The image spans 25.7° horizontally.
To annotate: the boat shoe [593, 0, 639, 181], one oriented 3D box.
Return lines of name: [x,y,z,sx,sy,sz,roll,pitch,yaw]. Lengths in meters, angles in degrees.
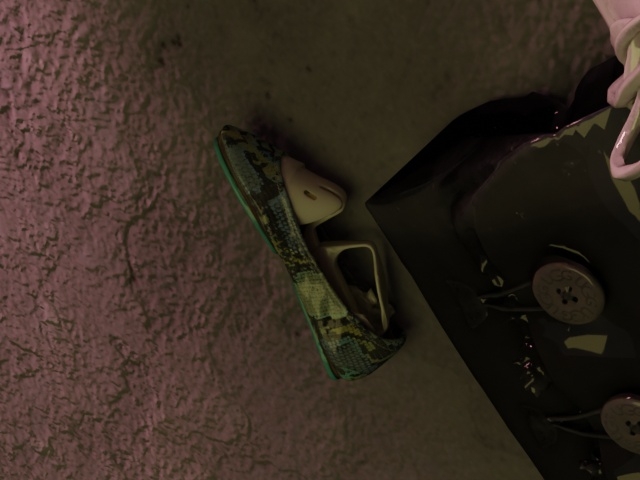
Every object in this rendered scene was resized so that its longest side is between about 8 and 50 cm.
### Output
boat shoe: [0.176,-0.075,0.572,0.367,0.156,0.136,51,144,18]

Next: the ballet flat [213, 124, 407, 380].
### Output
ballet flat: [0.000,0.000,0.905,0.070,0.070,0.188,-16,109,40]

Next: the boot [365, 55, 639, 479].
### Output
boot: [0.265,0.098,0.731,0.367,0.146,0.445,-21,99,39]
